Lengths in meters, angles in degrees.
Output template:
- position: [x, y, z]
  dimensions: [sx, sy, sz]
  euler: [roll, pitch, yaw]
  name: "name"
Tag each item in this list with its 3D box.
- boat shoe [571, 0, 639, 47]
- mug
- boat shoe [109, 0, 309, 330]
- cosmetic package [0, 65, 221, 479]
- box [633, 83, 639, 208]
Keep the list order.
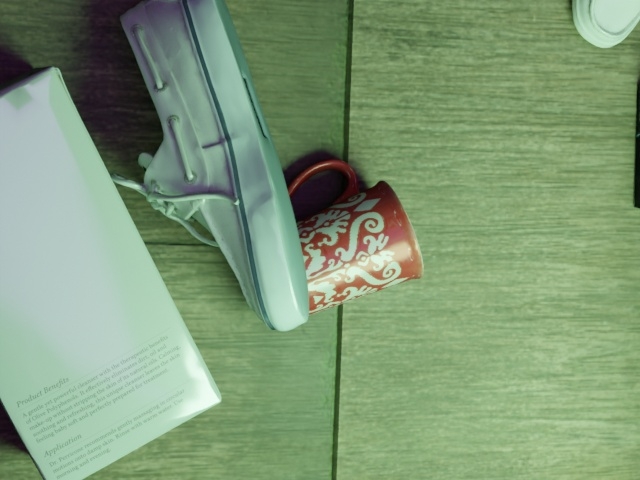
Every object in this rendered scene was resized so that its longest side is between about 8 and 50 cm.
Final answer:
- position: [0.368, -0.344, 1.568]
  dimensions: [0.098, 0.096, 0.277]
  euler: [25, 89, -19]
  name: "boat shoe"
- position: [0.002, 0.008, 1.510]
  dimensions: [0.169, 0.150, 0.113]
  euler: [-23, 139, -9]
  name: "mug"
- position: [-0.126, -0.072, 1.404]
  dimensions: [0.156, 0.136, 0.367]
  euler: [-19, 83, 6]
  name: "boat shoe"
- position: [-0.268, 0.033, 1.386]
  dimensions: [0.197, 0.155, 0.365]
  euler: [-27, 103, -13]
  name: "cosmetic package"
- position: [0.458, -0.108, 1.635]
  dimensions: [0.180, 0.077, 0.147]
  euler: [-1, 98, -17]
  name: "box"
